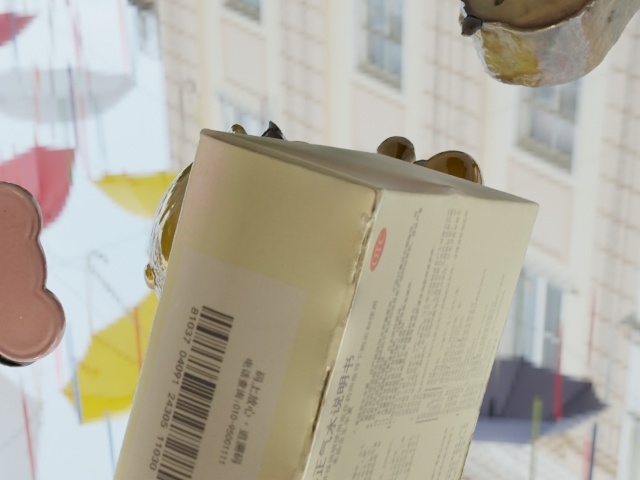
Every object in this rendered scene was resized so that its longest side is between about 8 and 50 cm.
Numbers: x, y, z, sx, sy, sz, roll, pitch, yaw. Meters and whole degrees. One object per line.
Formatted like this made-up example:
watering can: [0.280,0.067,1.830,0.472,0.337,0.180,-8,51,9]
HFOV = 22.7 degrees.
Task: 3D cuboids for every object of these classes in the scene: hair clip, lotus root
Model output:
hair clip: [-0.249,0.027,1.048,0.138,0.123,0.102,-5,178,-33]
lotus root: [0.153,-0.222,1.109,0.170,0.074,0.260,-13,-129,16]

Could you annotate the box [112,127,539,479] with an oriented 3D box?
box: [-0.001,0.068,0.702,0.095,0.212,0.168,19,-172,27]

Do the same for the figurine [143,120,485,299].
figurine: [-0.002,-0.001,1.156,0.257,0.167,0.192,-15,-110,19]
